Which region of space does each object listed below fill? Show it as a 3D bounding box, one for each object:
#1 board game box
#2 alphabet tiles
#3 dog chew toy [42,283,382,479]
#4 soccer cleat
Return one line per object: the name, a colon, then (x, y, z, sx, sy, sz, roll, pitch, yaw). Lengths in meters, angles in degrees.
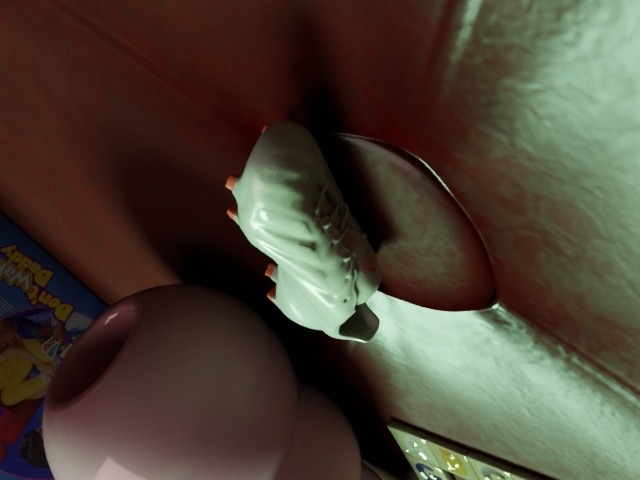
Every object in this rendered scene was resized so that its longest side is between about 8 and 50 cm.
board game box: (-0.356, 0.125, 1.008, 0.347, 0.233, 0.078, 42, 154, -3)
alphabet tiles: (0.177, 0.235, 0.723, 0.237, 0.009, 0.198, 13, 142, 45)
dog chew toy: (-0.061, 0.187, 0.769, 0.332, 0.207, 0.206, 43, 155, -24)
soccer cleat: (0.000, 0.000, 0.537, 0.076, 0.068, 0.196, 25, 157, 19)
